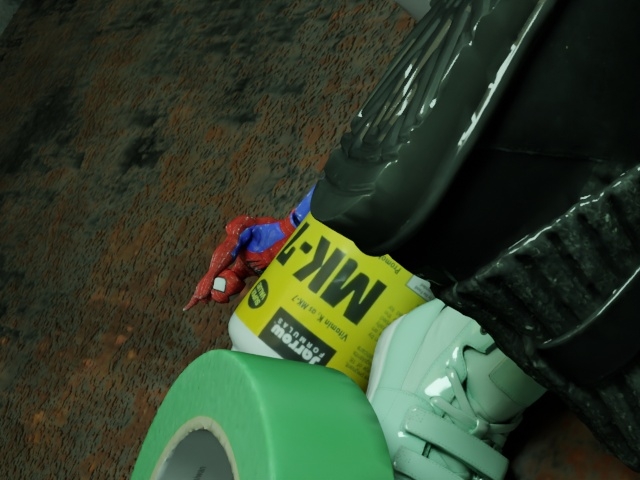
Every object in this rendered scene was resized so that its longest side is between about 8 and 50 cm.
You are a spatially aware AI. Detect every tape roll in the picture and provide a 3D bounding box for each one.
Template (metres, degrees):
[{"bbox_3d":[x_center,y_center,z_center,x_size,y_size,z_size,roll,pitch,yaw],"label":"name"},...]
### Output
[{"bbox_3d":[-0.054,0.228,0.917,0.321,0.077,0.321,-169,90,-69],"label":"tape roll"}]

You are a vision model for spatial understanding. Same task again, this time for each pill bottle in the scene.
[{"bbox_3d":[0.010,0.053,1.103,0.208,0.119,0.119,-53,27,1],"label":"pill bottle"}]

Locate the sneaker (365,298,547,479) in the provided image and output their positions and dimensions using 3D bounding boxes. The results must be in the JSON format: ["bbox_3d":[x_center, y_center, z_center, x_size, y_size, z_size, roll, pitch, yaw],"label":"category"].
[{"bbox_3d":[0.088,0.111,0.927,0.151,0.094,0.256,-40,26,38],"label":"sneaker"}]

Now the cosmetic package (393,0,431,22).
[{"bbox_3d":[0.182,-0.266,1.187,0.224,0.138,0.225,6,64,60],"label":"cosmetic package"}]

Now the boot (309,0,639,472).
[{"bbox_3d":[0.186,-0.073,0.813,0.348,0.260,0.131,-55,16,5],"label":"boot"}]

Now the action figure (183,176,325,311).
[{"bbox_3d":[0.000,0.000,1.208,0.280,0.091,0.139,-33,24,35],"label":"action figure"}]
